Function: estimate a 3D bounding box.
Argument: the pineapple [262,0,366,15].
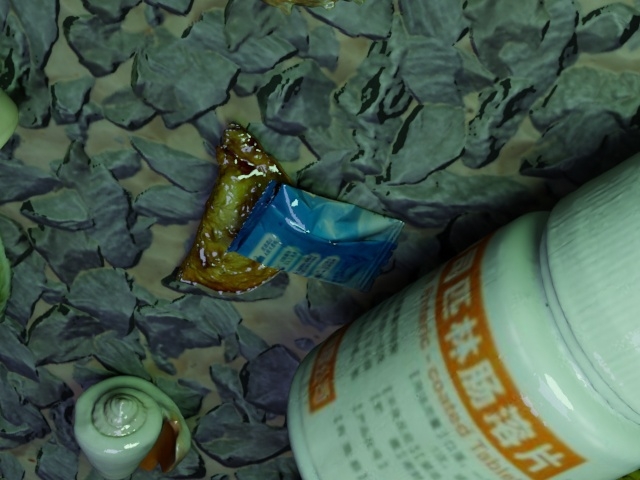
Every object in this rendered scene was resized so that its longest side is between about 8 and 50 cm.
[{"bbox_3d":[0.074,-0.239,0.928,0.279,0.158,0.158,-9,125,12],"label":"pineapple"}]

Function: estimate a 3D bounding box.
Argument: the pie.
[{"bbox_3d":[-0.063,-0.012,1.215,0.088,0.033,0.191,17,133,-5],"label":"pie"}]

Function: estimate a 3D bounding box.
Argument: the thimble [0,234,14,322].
[{"bbox_3d":[-0.432,0.047,1.304,0.271,0.150,0.271,9,129,11],"label":"thimble"}]

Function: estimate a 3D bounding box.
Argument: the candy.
[{"bbox_3d":[0.000,-0.001,1.189,0.136,0.038,0.088,17,127,-22],"label":"candy"}]

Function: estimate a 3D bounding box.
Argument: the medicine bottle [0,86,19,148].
[{"bbox_3d":[-0.362,-0.155,1.144,0.114,0.114,0.252,-27,115,33],"label":"medicine bottle"}]

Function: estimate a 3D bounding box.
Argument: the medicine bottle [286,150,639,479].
[{"bbox_3d":[0.164,0.096,1.108,0.211,0.211,0.371,42,128,-16],"label":"medicine bottle"}]

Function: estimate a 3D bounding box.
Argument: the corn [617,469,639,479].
[{"bbox_3d":[0.159,0.299,1.235,0.363,0.120,0.120,-27,124,-13],"label":"corn"}]

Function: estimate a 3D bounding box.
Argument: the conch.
[{"bbox_3d":[-0.183,0.197,1.382,0.104,0.094,0.176,-17,137,-19],"label":"conch"}]
